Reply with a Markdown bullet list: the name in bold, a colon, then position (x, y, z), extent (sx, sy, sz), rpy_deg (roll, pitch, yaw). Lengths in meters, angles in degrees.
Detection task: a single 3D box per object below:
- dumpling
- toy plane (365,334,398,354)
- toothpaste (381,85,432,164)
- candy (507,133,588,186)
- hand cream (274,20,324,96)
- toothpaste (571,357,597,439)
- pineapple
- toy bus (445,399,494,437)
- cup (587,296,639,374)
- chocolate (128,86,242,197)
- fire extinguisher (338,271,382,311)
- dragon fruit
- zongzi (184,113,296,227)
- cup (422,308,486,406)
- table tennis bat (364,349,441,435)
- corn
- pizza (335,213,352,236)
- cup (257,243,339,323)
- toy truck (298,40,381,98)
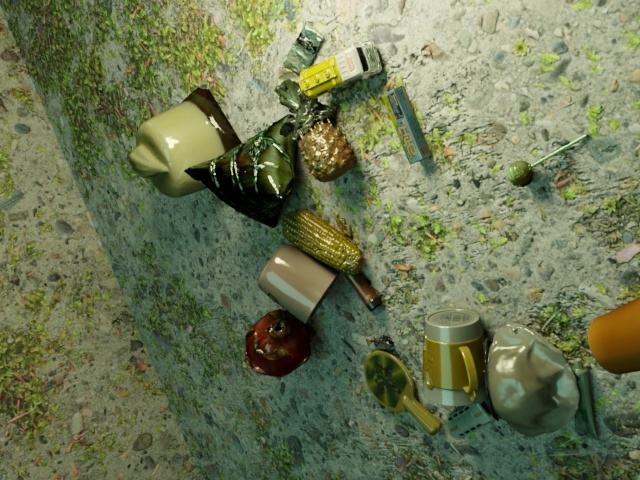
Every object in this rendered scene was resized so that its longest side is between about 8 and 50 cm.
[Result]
- **dumpling**: position (0.498, 0.354, 1.627), extent (0.204, 0.163, 0.293), rpy_deg (-170, 70, -66)
- **toy plane**: position (0.188, 0.321, 2.059), extent (0.120, 0.031, 0.049), rpy_deg (8, 124, 42)
- **toothpaste**: position (0.214, -0.292, 1.706), extent (0.070, 0.044, 0.194), rpy_deg (-19, 94, 49)
- **candy**: position (0.500, -0.181, 1.462), extent (0.202, 0.061, 0.061), rpy_deg (-32, 85, 41)
- **hand cream**: position (-0.067, -0.509, 1.905), extent (0.075, 0.052, 0.248), rpy_deg (35, 130, -1)
- **toothpaste**: position (0.634, 0.383, 1.606), extent (0.064, 0.041, 0.218), rpy_deg (16, 124, 56)
- **pineapple**: position (-0.028, -0.315, 1.875), extent (0.170, 0.141, 0.310), rpy_deg (-30, 81, 13)
- **toy bus**: position (0.424, 0.486, 1.844), extent (0.087, 0.089, 0.194), rpy_deg (54, 140, 13)
- **cup**: position (0.708, 0.196, 1.355), extent (0.226, 0.182, 0.264), rpy_deg (33, 148, -11)
- **chocolate**: position (-0.475, -0.302, 2.256), extent (0.326, 0.297, 0.314), rpy_deg (-32, 90, 49)
- **fire extinguisher**: position (0.116, 0.135, 2.021), extent (0.177, 0.062, 0.050), rpy_deg (53, 168, 14)
- **dragon fruit**: position (-0.142, 0.352, 2.276), extent (0.250, 0.250, 0.315), rpy_deg (48, 135, 19)
- **zongzi**: position (-0.174, -0.162, 2.082), extent (0.383, 0.319, 0.362), rpy_deg (-15, 140, 36)
- **cup**: position (0.362, 0.313, 1.734), extent (0.241, 0.185, 0.226), rpy_deg (-129, 32, -77)
- **table tennis bat**: position (0.253, 0.475, 2.062), extent (0.321, 0.050, 0.199), rpy_deg (45, 134, 28)
- **corn**: position (0.000, 0.000, 2.032), extent (0.321, 0.119, 0.119), rpy_deg (33, 131, 25)
- **pizza**: position (0.069, -0.046, 2.009), extent (0.083, 0.016, 0.037), rpy_deg (55, 133, 13)
- **cup**: position (-0.072, 0.130, 2.105), extent (0.200, 0.192, 0.253), rpy_deg (33, 177, 7)
- **toy truck**: position (0.048, -0.445, 1.752), extent (0.226, 0.114, 0.098), rpy_deg (-11, 101, 49)
